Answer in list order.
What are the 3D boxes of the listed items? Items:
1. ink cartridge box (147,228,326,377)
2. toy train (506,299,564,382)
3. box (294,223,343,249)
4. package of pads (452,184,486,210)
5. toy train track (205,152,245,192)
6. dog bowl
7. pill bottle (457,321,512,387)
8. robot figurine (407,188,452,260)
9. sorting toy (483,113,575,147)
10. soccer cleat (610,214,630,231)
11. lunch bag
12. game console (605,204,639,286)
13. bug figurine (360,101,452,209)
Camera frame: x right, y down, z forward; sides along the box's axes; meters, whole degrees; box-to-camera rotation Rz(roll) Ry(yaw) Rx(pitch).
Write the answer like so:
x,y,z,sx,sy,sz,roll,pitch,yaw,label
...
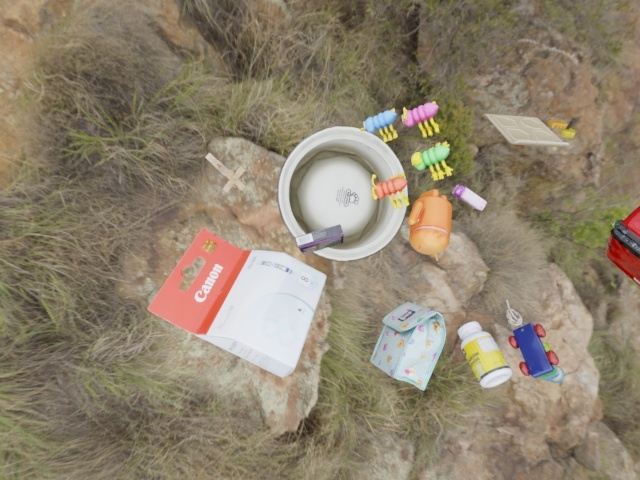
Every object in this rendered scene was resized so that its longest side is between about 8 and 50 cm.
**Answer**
x,y,z,sx,sy,sz,roll,pitch,yaw,label
-0.199,0.136,1.139,0.384,0.091,0.308,29,46,-8,ink cartridge box
0.652,0.307,1.315,0.143,0.105,0.248,33,35,-33,toy train
0.000,0.000,1.091,0.115,0.162,0.029,-16,80,0,box
0.402,-0.116,1.158,0.083,0.050,0.032,29,99,-21,package of pads
-0.150,-0.108,0.674,0.048,0.014,0.083,-52,134,-7,toy train track
0.060,-0.140,1.360,0.406,0.150,0.409,0,90,-11,dog bowl
0.502,0.349,1.332,0.103,0.103,0.184,-12,48,-9,pill bottle
0.344,-0.051,1.350,0.128,0.158,0.220,4,64,16,robot figurine
0.745,-0.372,1.488,0.306,0.041,0.229,0,39,-13,sorting toy
0.760,-0.030,1.042,0.178,0.072,0.060,-22,100,-39,soccer cleat
0.306,0.344,1.486,0.160,0.223,0.263,24,84,-13,lunch bag
0.464,0.021,0.555,0.085,0.124,0.144,-35,53,6,game console
0.198,-0.229,1.038,0.216,0.072,0.280,-19,65,32,bug figurine
